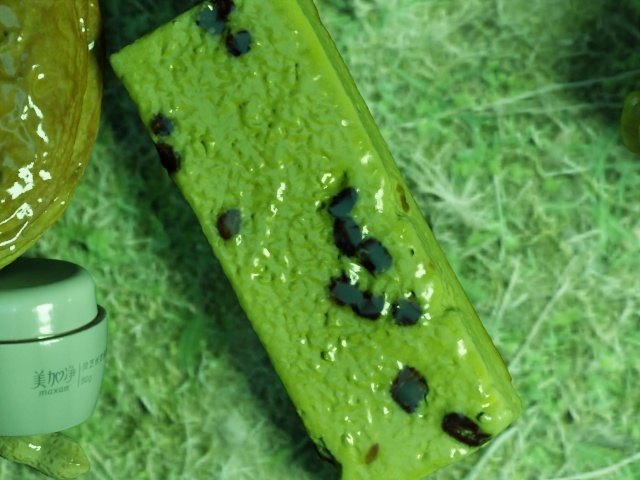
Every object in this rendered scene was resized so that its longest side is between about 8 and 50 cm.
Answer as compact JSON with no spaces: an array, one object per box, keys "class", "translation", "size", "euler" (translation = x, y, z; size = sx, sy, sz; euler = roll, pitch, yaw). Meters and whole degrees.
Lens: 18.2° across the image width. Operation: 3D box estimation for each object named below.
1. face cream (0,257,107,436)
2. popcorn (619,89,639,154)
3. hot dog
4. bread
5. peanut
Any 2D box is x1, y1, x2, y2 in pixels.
[{"class":"face cream","translation":[-0.203,0.071,1.362],"size":[0.117,0.117,0.104],"euler":[0,104,8]},{"class":"popcorn","translation":[0.322,-0.101,1.244],"size":[0.253,0.190,0.191],"euler":[6,128,-3]},{"class":"hot dog","translation":[-0.247,-0.105,1.344],"size":[0.196,0.122,0.272],"euler":[-2,90,12]},{"class":"bread","translation":[0.000,0.000,1.344],"size":[0.138,0.077,0.361],"euler":[-28,92,11]},{"class":"peanut","translation":[-0.201,0.145,1.411],"size":[0.083,0.037,0.037],"euler":[19,99,7]}]
